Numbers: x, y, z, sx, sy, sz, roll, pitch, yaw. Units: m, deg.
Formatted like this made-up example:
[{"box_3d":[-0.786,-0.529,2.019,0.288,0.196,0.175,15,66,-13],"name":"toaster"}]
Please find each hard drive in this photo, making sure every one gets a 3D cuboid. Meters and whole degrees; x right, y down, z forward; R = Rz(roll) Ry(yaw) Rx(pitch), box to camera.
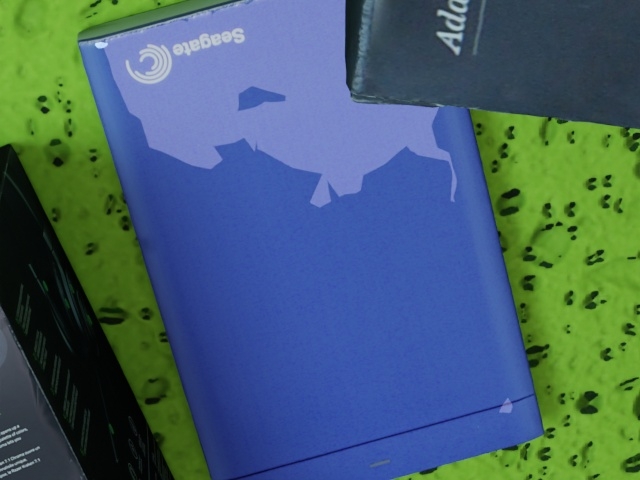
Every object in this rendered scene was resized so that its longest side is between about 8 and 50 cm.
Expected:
[{"box_3d":[0.000,0.000,1.131,0.210,0.040,0.319,-15,110,0],"name":"hard drive"}]

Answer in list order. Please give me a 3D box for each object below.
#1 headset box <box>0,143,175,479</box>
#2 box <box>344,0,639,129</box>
[{"box_3d":[-0.184,0.106,1.039,0.131,0.246,0.283,-22,110,1],"name":"headset box"},{"box_3d":[0.269,-0.302,0.842,0.471,0.297,0.480,6,117,-4],"name":"box"}]
